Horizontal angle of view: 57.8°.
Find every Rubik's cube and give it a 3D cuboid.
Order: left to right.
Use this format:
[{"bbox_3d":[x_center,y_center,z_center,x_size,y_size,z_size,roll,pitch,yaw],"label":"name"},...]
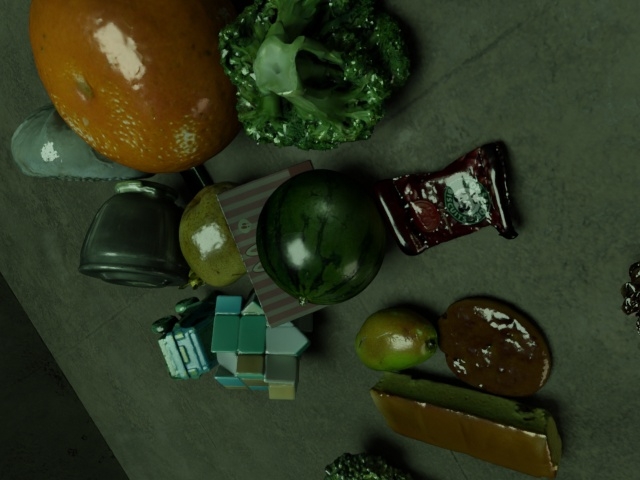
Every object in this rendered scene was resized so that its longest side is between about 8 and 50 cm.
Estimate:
[{"bbox_3d":[-0.123,0.227,1.327,0.213,0.265,0.224,-1,157,5],"label":"Rubik's cube"}]

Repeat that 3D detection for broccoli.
[{"bbox_3d":[-0.020,-0.278,0.895,0.308,0.275,0.307,4,101,18],"label":"broccoli"},{"bbox_3d":[0.151,0.636,1.274,0.249,0.302,0.375,-27,89,9],"label":"broccoli"}]

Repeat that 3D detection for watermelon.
[{"bbox_3d":[0.001,-0.005,1.043,0.242,0.242,0.242,22,127,32],"label":"watermelon"}]

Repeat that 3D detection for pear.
[{"bbox_3d":[-0.202,-0.019,1.248,0.228,0.188,0.211,-29,99,15],"label":"pear"}]

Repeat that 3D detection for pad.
[{"bbox_3d":[-0.062,0.011,1.172,0.005,0.202,0.299,-135,25,-76],"label":"pad"}]

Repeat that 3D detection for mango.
[{"bbox_3d":[0.133,0.195,1.142,0.233,0.111,0.125,-20,87,59],"label":"mango"}]

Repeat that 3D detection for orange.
[{"bbox_3d":[-0.314,-0.337,1.079,0.424,0.326,0.424,18,133,21],"label":"orange"}]

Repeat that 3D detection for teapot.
[{"bbox_3d":[-0.411,-0.008,1.362,0.321,0.240,0.239,112,164,-76],"label":"teapot"}]

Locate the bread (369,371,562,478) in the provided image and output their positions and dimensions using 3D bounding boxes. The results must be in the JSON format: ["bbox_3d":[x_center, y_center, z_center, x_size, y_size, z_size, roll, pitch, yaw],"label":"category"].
[{"bbox_3d":[0.272,0.344,1.105,0.361,0.077,0.138,3,130,42],"label":"bread"}]

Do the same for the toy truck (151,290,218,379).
[{"bbox_3d":[-0.303,0.234,1.456,0.156,0.279,0.155,-16,100,12],"label":"toy truck"}]

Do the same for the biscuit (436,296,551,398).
[{"bbox_3d":[0.303,0.195,1.034,0.212,0.036,0.212,23,129,32],"label":"biscuit"}]

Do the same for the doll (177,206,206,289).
[{"bbox_3d":[-0.371,0.018,1.507,0.143,0.135,0.221,-42,75,15],"label":"doll"}]

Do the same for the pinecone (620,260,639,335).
[{"bbox_3d":[0.465,0.069,0.748,0.140,0.121,0.140,20,124,32],"label":"pinecone"}]

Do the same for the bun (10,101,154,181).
[{"bbox_3d":[-0.524,-0.234,1.337,0.354,0.354,0.194,8,102,40],"label":"bun"}]

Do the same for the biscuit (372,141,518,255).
[{"bbox_3d":[0.209,-0.058,0.952,0.235,0.063,0.151,-14,104,43],"label":"biscuit"}]

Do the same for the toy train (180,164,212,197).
[{"bbox_3d":[-0.290,-0.141,1.380,0.044,0.042,0.209,-29,92,25],"label":"toy train"}]
